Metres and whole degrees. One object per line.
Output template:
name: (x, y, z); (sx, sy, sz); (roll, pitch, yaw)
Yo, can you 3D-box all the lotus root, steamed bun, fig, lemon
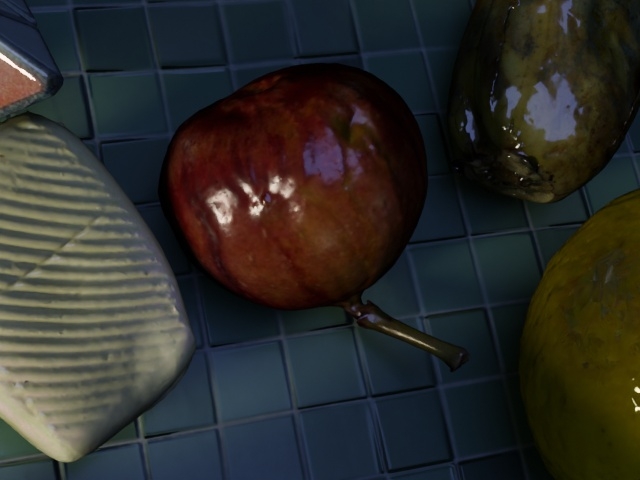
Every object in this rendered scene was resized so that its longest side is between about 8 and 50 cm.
lotus root: (0.206, -0.163, 0.949); (0.160, 0.152, 0.274); (23, 74, -5)
steamed bun: (-0.210, 0.032, 0.776); (0.170, 0.153, 0.238); (-39, 110, -27)
fig: (-0.005, -0.012, 0.849); (0.204, 0.186, 0.249); (-23, 123, -2)
lemon: (0.281, 0.087, 0.839); (0.254, 0.253, 0.310); (19, 66, -9)

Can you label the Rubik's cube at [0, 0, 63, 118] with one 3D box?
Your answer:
Rubik's cube: (-0.325, -0.157, 0.756); (0.233, 0.229, 0.228); (-8, 78, -21)
